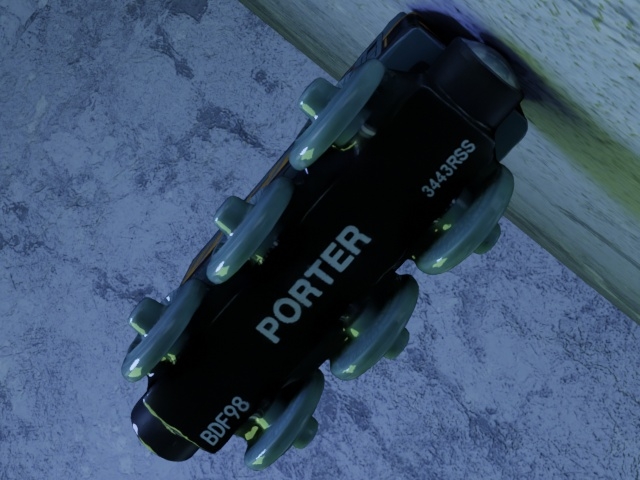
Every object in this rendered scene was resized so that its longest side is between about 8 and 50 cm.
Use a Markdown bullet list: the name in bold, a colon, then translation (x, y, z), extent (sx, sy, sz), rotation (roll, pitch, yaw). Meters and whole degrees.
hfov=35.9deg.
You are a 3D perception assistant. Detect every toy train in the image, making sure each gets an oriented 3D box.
- **toy train**: translation (0.000, 0.000, 0.637), extent (0.142, 0.334, 0.190), rotation (37, -159, -9)
